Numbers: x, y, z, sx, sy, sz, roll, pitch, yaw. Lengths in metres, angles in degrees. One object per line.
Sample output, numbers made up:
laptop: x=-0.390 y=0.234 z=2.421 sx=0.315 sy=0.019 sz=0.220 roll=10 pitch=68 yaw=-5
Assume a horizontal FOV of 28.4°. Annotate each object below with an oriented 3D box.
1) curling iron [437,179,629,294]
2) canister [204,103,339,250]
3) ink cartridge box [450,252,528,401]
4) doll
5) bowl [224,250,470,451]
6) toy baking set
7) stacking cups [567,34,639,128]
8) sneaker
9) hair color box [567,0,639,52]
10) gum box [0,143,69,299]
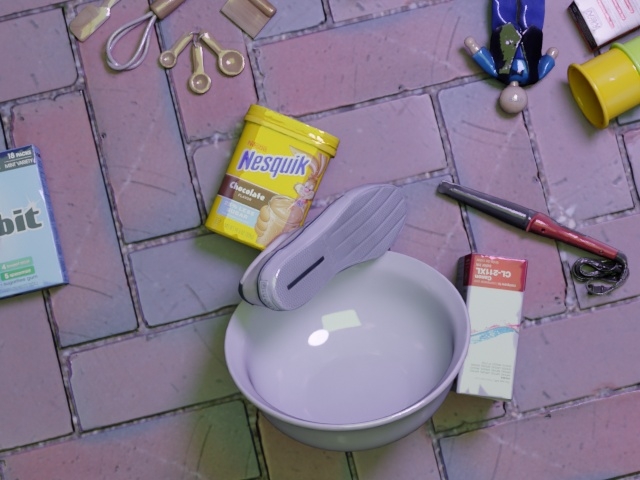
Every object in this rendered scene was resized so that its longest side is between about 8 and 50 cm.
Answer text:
curling iron: x=0.276 y=-0.009 z=1.637 sx=0.274 sy=0.035 sz=0.068 roll=29 pitch=86 yaw=1
canister: x=-0.063 y=-0.072 z=1.618 sx=0.126 sy=0.073 sz=0.169 roll=22 pitch=88 yaw=0
ink cartridge box: x=0.206 y=0.108 z=1.582 sx=0.072 sy=0.127 sz=0.175 roll=7 pitch=86 yaw=-1
doll: x=0.251 y=-0.260 z=1.648 sx=0.129 sy=0.046 sz=0.188 roll=0 pitch=93 yaw=-10
bowl: x=0.038 y=0.155 z=1.544 sx=0.298 sy=0.297 sz=0.134 roll=-10 pitch=131 yaw=-2
toy baking set: x=-0.191 y=-0.302 z=1.651 sx=0.256 sy=0.030 sz=0.196 roll=16 pitch=86 yaw=0
stacking cups: x=0.481 y=-0.251 z=1.628 sx=0.316 sy=0.096 sz=0.096 roll=-26 pitch=87 yaw=-3
sneaker: x=0.000 y=0.000 z=1.561 sx=0.258 sy=0.091 sz=0.094 roll=-32 pitch=114 yaw=-36
hair color box: x=0.405 y=-0.312 z=1.655 sx=0.141 sy=0.043 sz=0.072 roll=-26 pitch=87 yaw=-4
gum box: x=-0.422 y=-0.016 z=1.624 sx=0.157 sy=0.041 sz=0.184 roll=-13 pitch=86 yaw=-1
